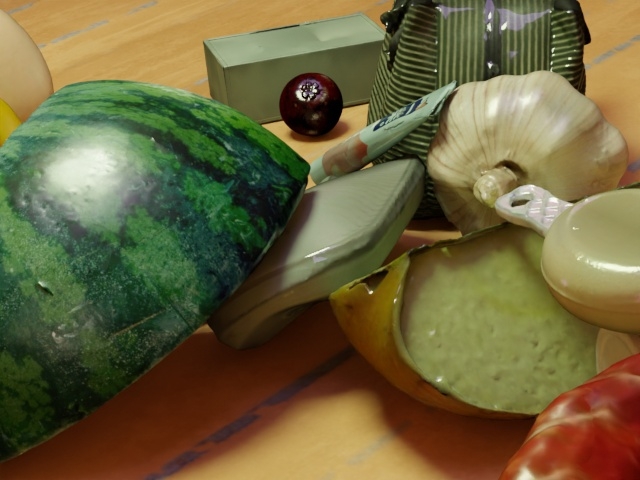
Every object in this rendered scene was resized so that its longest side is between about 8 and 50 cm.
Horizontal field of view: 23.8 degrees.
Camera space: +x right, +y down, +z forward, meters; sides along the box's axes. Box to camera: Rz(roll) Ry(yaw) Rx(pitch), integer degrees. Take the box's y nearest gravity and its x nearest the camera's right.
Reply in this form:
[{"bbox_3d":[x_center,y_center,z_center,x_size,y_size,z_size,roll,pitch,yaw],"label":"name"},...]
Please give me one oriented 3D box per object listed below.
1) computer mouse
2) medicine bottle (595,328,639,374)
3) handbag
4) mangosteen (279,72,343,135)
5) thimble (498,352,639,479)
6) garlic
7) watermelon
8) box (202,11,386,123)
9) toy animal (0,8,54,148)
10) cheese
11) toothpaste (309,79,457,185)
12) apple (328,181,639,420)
[{"bbox_3d":[-0.003,-0.006,1.451,0.197,0.095,0.331,-28,12,25],"label":"computer mouse"},{"bbox_3d":[0.361,0.100,1.139,0.273,0.165,0.165,-13,27,-7],"label":"medicine bottle"},{"bbox_3d":[0.174,-0.188,1.694,0.247,0.240,0.341,-1,25,1],"label":"handbag"},{"bbox_3d":[-0.011,-0.165,1.874,0.081,0.081,0.081,-5,26,3],"label":"mangosteen"},{"bbox_3d":[0.264,0.220,0.850,0.350,0.230,0.350,-6,25,3],"label":"thimble"},{"bbox_3d":[0.189,-0.056,1.444,0.199,0.199,0.226,2,17,16],"label":"garlic"},{"bbox_3d":[-0.205,-0.008,1.318,0.319,0.222,0.292,-33,11,21],"label":"watermelon"},{"bbox_3d":[-0.027,-0.225,1.984,0.225,0.086,0.129,-12,26,-12],"label":"box"},{"bbox_3d":[-0.464,-0.195,1.785,0.277,0.345,0.247,-28,19,42],"label":"toy animal"},{"bbox_3d":[0.213,0.001,1.144,0.137,0.064,0.227,-24,29,-23],"label":"cheese"},{"bbox_3d":[0.061,-0.105,1.540,0.205,0.036,0.056,-30,21,48],"label":"toothpaste"},{"bbox_3d":[0.187,0.040,1.288,0.346,0.179,0.254,-19,41,-15],"label":"apple"}]
